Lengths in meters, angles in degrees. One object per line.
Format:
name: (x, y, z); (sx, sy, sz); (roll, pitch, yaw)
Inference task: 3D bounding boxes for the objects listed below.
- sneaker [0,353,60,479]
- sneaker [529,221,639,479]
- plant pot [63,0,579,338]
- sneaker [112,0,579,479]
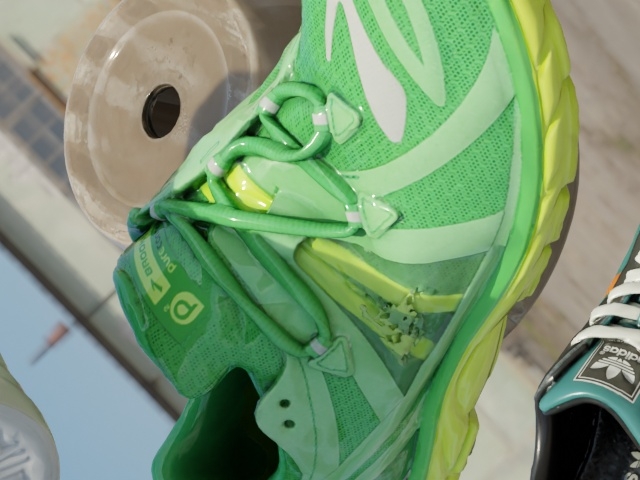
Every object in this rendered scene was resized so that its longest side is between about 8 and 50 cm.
sneaker: (-0.198, 0.104, 0.514); (0.108, 0.292, 0.169); (27, -160, -43)
sneaker: (0.201, 0.075, 0.999); (0.108, 0.302, 0.121); (14, 171, 32)
plant pot: (-0.020, -0.064, 1.216); (0.280, 0.323, 0.323); (12, -153, -48)
sneaker: (0.000, 0.000, 0.538); (0.109, 0.124, 0.295); (-125, 33, -44)
